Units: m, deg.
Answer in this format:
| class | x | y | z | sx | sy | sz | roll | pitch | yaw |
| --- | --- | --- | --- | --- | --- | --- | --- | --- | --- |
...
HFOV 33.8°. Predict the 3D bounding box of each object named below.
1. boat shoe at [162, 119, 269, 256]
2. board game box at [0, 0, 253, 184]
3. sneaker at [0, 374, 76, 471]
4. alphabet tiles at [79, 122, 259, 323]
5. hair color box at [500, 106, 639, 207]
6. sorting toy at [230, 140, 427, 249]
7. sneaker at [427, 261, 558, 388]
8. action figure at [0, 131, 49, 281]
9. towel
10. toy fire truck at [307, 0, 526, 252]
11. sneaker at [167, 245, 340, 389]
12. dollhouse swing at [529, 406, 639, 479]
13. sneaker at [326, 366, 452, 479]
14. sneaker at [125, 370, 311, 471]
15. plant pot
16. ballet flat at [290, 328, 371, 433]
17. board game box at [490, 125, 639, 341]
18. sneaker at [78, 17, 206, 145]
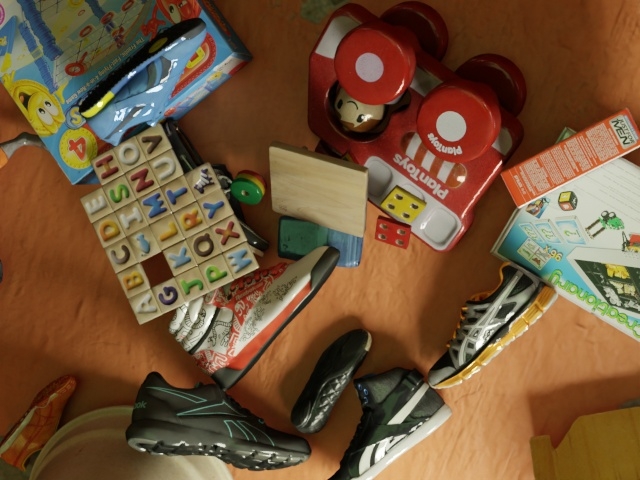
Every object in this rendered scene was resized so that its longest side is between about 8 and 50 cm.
| class | x | y | z | sx | sy | sz | roll | pitch | yaw |
| --- | --- | --- | --- | --- | --- | --- | --- | --- | --- |
| boat shoe | -0.153 | -0.070 | 1.475 | 0.233 | 0.084 | 0.079 | 44 | 90 | 6 |
| board game box | -0.308 | -0.288 | 1.494 | 0.308 | 0.086 | 0.302 | -37 | 85 | 14 |
| sneaker | -0.415 | 0.272 | 1.587 | 0.067 | 0.064 | 0.175 | 36 | 107 | -14 |
| alphabet tiles | -0.218 | -0.029 | 1.442 | 0.198 | 0.009 | 0.237 | -26 | 90 | 18 |
| hair color box | 0.310 | -0.101 | 1.297 | 0.167 | 0.093 | 0.053 | -27 | 87 | 13 |
| sorting toy | 0.012 | -0.075 | 1.390 | 0.275 | 0.132 | 0.046 | 17 | 54 | 13 |
| sneaker | 0.213 | 0.114 | 1.390 | 0.083 | 0.084 | 0.215 | 47 | 112 | 8 |
| action figure | -0.558 | -0.075 | 1.512 | 0.330 | 0.341 | 0.178 | -42 | 55 | -9 |
| towel | 0.000 | 0.000 | 1.469 | 0.119 | 0.029 | 0.067 | 7 | 96 | 13 |
| toy fire truck | 0.105 | -0.152 | 1.374 | 0.302 | 0.169 | 0.254 | 36 | 123 | 6 |
| sneaker | -0.103 | 0.073 | 1.458 | 0.145 | 0.090 | 0.270 | 43 | 112 | 7 |
| dollhouse swing | 0.486 | 0.419 | 1.364 | 0.347 | 0.305 | 0.315 | -13 | 50 | 15 |
| sneaker | 0.063 | 0.256 | 1.454 | 0.217 | 0.079 | 0.121 | -39 | 81 | 6 |
| sneaker | -0.131 | 0.251 | 1.449 | 0.267 | 0.101 | 0.106 | 17 | 60 | -24 |
| plant pot | -0.303 | 0.427 | 1.417 | 0.334 | 0.305 | 0.333 | 2 | 99 | 10 |
| ballet flat | 0.017 | 0.196 | 1.480 | 0.173 | 0.049 | 0.057 | -55 | 48 | 8 |
| board game box | 0.400 | 0.011 | 1.357 | 0.305 | 0.053 | 0.193 | 32 | 100 | 10 |
| sneaker | -0.223 | -0.211 | 1.409 | 0.209 | 0.069 | 0.082 | -40 | 117 | 5 |
